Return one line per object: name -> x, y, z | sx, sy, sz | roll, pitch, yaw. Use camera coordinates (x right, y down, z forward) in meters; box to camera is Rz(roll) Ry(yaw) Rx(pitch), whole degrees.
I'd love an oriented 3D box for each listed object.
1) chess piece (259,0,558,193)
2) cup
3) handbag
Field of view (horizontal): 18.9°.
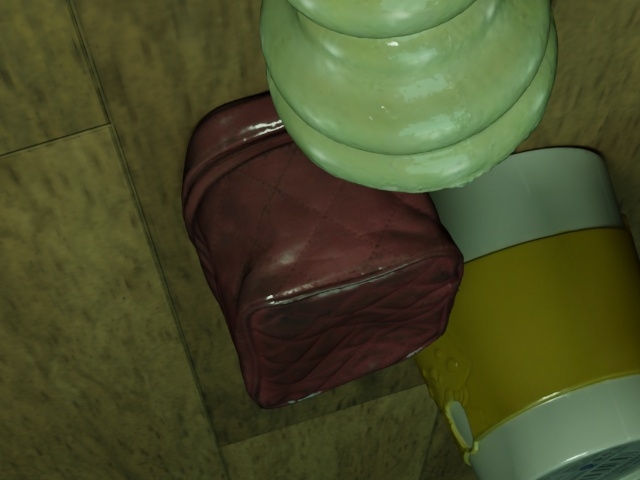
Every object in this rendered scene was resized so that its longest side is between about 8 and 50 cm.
chess piece -> 0.027, -0.123, 0.770 | 0.133, 0.133, 0.243 | -18, 158, 0
cup -> 0.145, 0.078, 1.369 | 0.185, 0.226, 0.241 | -12, 156, -20
handbag -> 0.000, 0.000, 1.117 | 0.146, 0.135, 0.225 | -16, 160, -5
